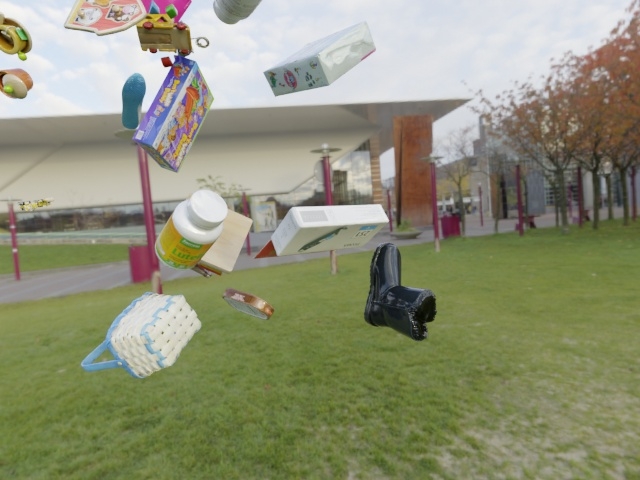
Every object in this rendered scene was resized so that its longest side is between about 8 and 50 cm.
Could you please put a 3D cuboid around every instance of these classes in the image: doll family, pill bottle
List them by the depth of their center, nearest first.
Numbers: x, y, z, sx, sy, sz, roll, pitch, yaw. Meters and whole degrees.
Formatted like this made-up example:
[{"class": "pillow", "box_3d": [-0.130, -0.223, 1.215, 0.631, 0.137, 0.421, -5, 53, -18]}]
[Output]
[{"class": "pill bottle", "box_3d": [-0.355, -0.029, 1.125, 0.136, 0.136, 0.246, -8, -25, -44]}, {"class": "pill bottle", "box_3d": [-0.255, -0.769, 1.263, 0.131, 0.131, 0.229, -6, 7, -29]}, {"class": "doll family", "box_3d": [-0.621, -0.859, 1.744, 0.111, 0.193, 0.076, -21, -23, 10]}]

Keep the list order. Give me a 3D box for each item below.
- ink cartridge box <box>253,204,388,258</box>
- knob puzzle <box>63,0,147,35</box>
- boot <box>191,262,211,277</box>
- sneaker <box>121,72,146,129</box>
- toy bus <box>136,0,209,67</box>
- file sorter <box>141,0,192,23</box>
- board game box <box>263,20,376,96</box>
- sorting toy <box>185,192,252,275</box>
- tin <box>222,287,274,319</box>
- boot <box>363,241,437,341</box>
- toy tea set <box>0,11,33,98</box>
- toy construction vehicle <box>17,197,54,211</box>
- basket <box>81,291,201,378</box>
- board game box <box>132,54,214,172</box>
[{"class": "ink cartridge box", "box_3d": [0.000, 0.000, 1.117, 0.296, 0.066, 0.261, -5, -28, -36]}, {"class": "knob puzzle", "box_3d": [-0.568, -0.627, 1.090, 0.213, 0.213, 0.030, -5, -24, -7]}, {"class": "boot", "box_3d": [-0.450, 0.109, 1.516, 0.087, 0.042, 0.118, 40, 2, 1]}, {"class": "sneaker", "box_3d": [-0.768, -0.577, 1.656, 0.087, 0.228, 0.092, 10, 34, -29]}, {"class": "toy bus", "box_3d": [-0.503, -0.690, 1.336, 0.191, 0.104, 0.202, -27, -31, 25]}, {"class": "file sorter", "box_3d": [-0.700, -0.952, 1.564, 0.182, 0.202, 0.291, 28, -5, 46]}, {"class": "board game box", "box_3d": [-0.009, -0.569, 1.291, 0.224, 0.097, 0.303, -43, 33, -23]}, {"class": "sorting toy", "box_3d": [-0.420, -0.013, 1.512, 0.257, 0.255, 0.089, 24, -40, -11]}, {"class": "tin", "box_3d": [-0.231, 0.201, 1.283, 0.190, 0.040, 0.106, 11, -28, 33]}, {"class": "boot", "box_3d": [0.220, 0.127, 1.069, 0.094, 0.246, 0.207, 18, -10, -31]}, {"class": "toy tea set", "box_3d": [-0.854, -0.508, 0.990, 0.200, 0.336, 0.124, -25, 29, 27]}, {"class": "toy construction vehicle", "box_3d": [-0.915, -0.114, 1.310, 0.098, 0.035, 0.086, -3, 11, 27]}, {"class": "basket", "box_3d": [-0.531, 0.284, 1.207, 0.289, 0.201, 0.254, -7, 29, 24]}, {"class": "board game box", "box_3d": [-0.527, -0.456, 1.494, 0.078, 0.347, 0.233, 20, -12, 6]}]
